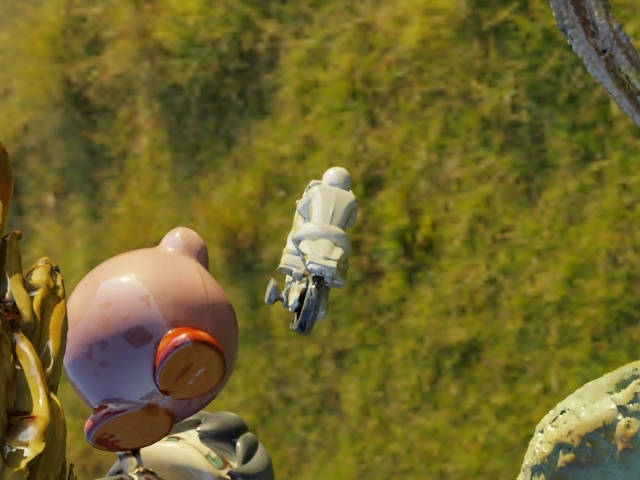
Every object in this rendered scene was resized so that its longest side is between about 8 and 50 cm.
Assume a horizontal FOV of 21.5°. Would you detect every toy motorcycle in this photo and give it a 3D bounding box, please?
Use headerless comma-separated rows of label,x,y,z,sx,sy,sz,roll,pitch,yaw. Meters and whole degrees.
toy motorcycle,0.000,0.000,1.754,0.229,0.074,0.151,-81,10,-66

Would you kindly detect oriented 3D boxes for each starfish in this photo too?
starfish,0.243,-0.339,1.675,0.132,0.384,0.398,26,101,54

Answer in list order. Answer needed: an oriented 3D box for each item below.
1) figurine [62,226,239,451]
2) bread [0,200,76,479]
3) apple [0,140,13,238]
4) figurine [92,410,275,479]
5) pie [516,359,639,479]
figurine,-0.158,0.087,1.557,0.173,0.173,0.173,21,115,55
bread,-0.245,0.125,1.001,0.277,0.167,0.324,-51,38,28
apple,-0.402,-0.045,1.610,0.230,0.230,0.230,21,115,55
figurine,-0.154,0.268,1.679,0.175,0.265,0.197,48,132,17
pie,0.271,0.238,1.330,0.302,0.067,0.302,14,110,44
